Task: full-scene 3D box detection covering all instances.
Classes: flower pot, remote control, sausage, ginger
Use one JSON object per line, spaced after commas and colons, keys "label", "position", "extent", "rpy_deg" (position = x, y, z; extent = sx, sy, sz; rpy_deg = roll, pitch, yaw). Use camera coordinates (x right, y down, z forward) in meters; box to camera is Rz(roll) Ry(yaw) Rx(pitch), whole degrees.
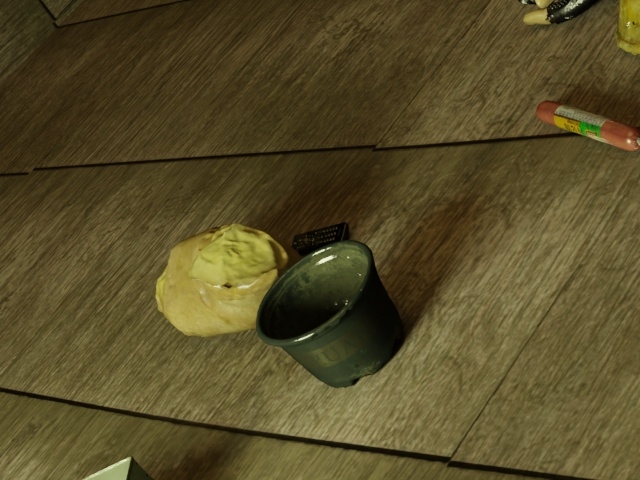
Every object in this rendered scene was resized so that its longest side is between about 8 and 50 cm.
{"label": "flower pot", "position": [0.019, 0.090, 1.739], "extent": [0.157, 0.107, 0.157], "rpy_deg": [-27, 31, 18]}
{"label": "remote control", "position": [0.000, 0.000, 2.003], "extent": [0.091, 0.016, 0.034], "rpy_deg": [-13, 51, 39]}
{"label": "sausage", "position": [0.316, -0.137, 1.827], "extent": [0.029, 0.029, 0.223], "rpy_deg": [-41, 27, -9]}
{"label": "ginger", "position": [-0.113, 0.045, 1.934], "extent": [0.267, 0.152, 0.138], "rpy_deg": [-27, 50, 58]}

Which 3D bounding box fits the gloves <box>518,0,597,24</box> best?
{"label": "gloves", "position": [0.344, -0.351, 2.085], "extent": [0.181, 0.106, 0.129], "rpy_deg": [-53, 17, 33]}

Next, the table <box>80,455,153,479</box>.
{"label": "table", "position": [-0.276, 0.351, 1.669], "extent": [0.240, 0.111, 0.122], "rpy_deg": [-26, 28, 20]}

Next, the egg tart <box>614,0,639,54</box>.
{"label": "egg tart", "position": [0.443, -0.310, 1.892], "extent": [0.212, 0.090, 0.213], "rpy_deg": [-29, 24, 14]}
